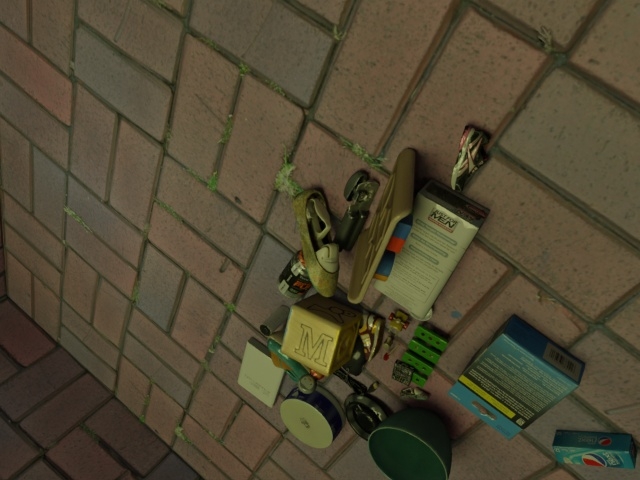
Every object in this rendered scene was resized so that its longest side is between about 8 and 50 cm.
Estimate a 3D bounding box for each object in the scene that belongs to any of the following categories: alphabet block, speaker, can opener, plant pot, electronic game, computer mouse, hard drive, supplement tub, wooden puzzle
[{"bbox_3d":[0.006,0.320,1.842,0.197,0.192,0.193,22,109,25],"label":"alphabet block"},{"bbox_3d":[-0.172,0.305,2.026,0.055,0.136,0.055,18,127,26],"label":"speaker"},{"bbox_3d":[0.098,-0.089,1.649,0.095,0.076,0.283,61,143,35],"label":"can opener"},{"bbox_3d":[0.338,0.704,1.865,0.290,0.195,0.290,17,126,26],"label":"plant pot"},{"bbox_3d":[0.185,0.697,2.072,0.229,0.048,0.229,21,125,34],"label":"electronic game"},{"bbox_3d":[0.141,0.483,1.963,0.184,0.060,0.262,38,133,11],"label":"computer mouse"},{"bbox_3d":[-0.257,0.582,2.325,0.203,0.040,0.308,32,131,16],"label":"hard drive"},{"bbox_3d":[-0.065,0.111,1.841,0.117,0.117,0.190,42,134,7],"label":"supplement tub"},{"bbox_3d":[0.185,-0.034,1.454,0.080,0.322,0.348,20,130,-5],"label":"wooden puzzle"}]

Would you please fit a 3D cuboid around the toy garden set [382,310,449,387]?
[{"bbox_3d":[0.300,0.354,1.780,0.203,0.049,0.244,29,131,16],"label":"toy garden set"}]

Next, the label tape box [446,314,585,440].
[{"bbox_3d":[0.568,0.411,1.579,0.240,0.106,0.334,36,132,12],"label":"label tape box"}]

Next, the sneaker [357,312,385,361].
[{"bbox_3d":[0.169,0.334,1.850,0.084,0.069,0.186,24,120,25],"label":"sneaker"}]

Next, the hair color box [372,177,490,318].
[{"bbox_3d":[0.307,0.031,1.527,0.185,0.113,0.374,33,132,15],"label":"hair color box"}]

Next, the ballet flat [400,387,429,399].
[{"bbox_3d":[0.331,0.541,1.879,0.114,0.041,0.041,-12,109,39],"label":"ballet flat"}]

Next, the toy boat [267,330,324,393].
[{"bbox_3d":[-0.088,0.465,1.986,0.267,0.148,0.318,52,158,-25],"label":"toy boat"}]

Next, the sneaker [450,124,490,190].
[{"bbox_3d":[0.385,-0.200,1.360,0.077,0.072,0.178,17,132,14],"label":"sneaker"}]

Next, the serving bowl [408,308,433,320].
[{"bbox_3d":[0.321,0.213,1.688,0.083,0.027,0.083,18,126,27],"label":"serving bowl"}]

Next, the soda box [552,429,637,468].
[{"bbox_3d":[0.801,0.612,1.559,0.210,0.071,0.067,-14,108,40],"label":"soda box"}]

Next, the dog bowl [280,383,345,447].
[{"bbox_3d":[-0.035,0.728,2.212,0.264,0.104,0.265,18,126,27],"label":"dog bowl"}]

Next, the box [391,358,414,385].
[{"bbox_3d":[0.280,0.451,1.809,0.067,0.018,0.083,21,129,22],"label":"box"}]

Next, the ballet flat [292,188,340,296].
[{"bbox_3d":[0.000,0.000,1.662,0.123,0.123,0.349,-27,73,43],"label":"ballet flat"}]
